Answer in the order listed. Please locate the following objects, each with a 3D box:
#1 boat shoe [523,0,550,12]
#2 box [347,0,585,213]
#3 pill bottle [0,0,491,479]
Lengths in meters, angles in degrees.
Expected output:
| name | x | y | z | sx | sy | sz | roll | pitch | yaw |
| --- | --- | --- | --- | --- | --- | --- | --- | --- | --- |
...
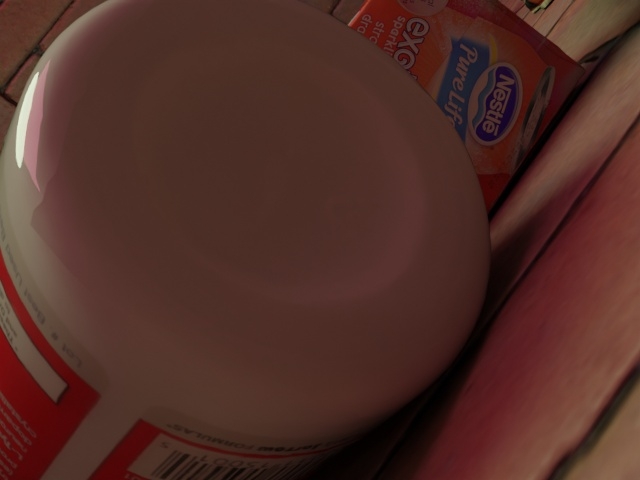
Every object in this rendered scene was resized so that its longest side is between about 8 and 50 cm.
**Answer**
| name | x | y | z | sx | sy | sz | roll | pitch | yaw |
| --- | --- | --- | --- | --- | --- | --- | --- | --- | --- |
| boat shoe | 0.258 | -0.303 | 1.186 | 0.049 | 0.043 | 0.137 | -53 | 2 | 16 |
| box | 0.044 | -0.068 | 0.742 | 0.154 | 0.142 | 0.300 | -53 | 3 | -15 |
| pill bottle | -0.101 | 0.065 | 0.580 | 0.229 | 0.229 | 0.408 | -55 | 5 | -40 |
